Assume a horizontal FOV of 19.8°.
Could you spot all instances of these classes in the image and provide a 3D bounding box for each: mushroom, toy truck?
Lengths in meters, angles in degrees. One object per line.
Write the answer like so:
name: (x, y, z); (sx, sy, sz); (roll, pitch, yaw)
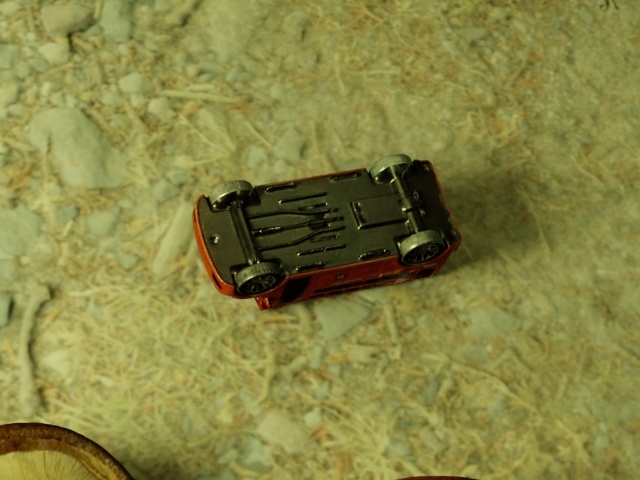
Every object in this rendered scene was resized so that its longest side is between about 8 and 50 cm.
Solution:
mushroom: (-0.254, 0.262, 1.570); (0.231, 0.138, 0.194); (32, 45, -5)
toy truck: (0.000, 0.000, 1.775); (0.252, 0.114, 0.107); (-10, 64, -19)

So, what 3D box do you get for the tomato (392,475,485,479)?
tomato: (0.091, 0.316, 1.536); (0.309, 0.170, 0.309); (-7, 62, 13)
